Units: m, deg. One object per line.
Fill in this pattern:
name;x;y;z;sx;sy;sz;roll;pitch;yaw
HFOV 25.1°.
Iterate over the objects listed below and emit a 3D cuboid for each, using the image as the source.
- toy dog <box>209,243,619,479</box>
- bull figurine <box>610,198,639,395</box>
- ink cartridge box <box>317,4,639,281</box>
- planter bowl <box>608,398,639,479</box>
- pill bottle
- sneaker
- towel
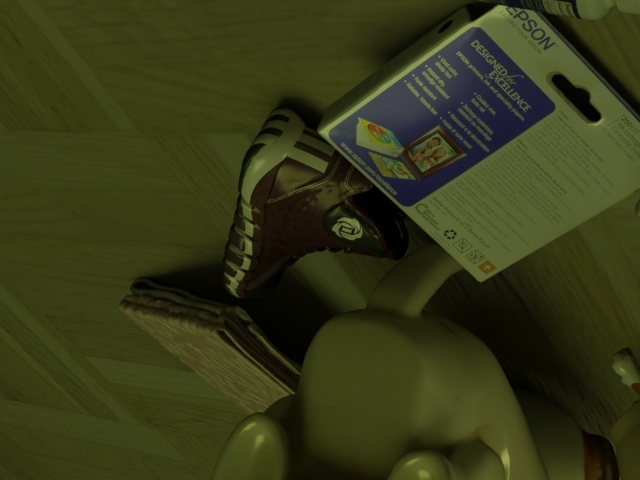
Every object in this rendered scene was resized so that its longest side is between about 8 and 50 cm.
toy dog;0.117;0.227;1.427;0.285;0.395;0.408;-4;162;34
bull figurine;0.323;0.064;1.098;0.188;0.101;0.310;51;150;40
ink cartridge box;0.142;-0.082;1.132;0.208;0.045;0.206;-32;118;33
planter bowl;0.339;0.189;1.335;0.109;0.162;0.162;50;158;19
pill bottle;0.163;-0.183;0.953;0.120;0.067;0.067;15;149;26
sneaker;0.000;0.000;1.375;0.163;0.106;0.281;23;151;6
towel;-0.064;0.164;1.689;0.317;0.053;0.332;42;165;-23
